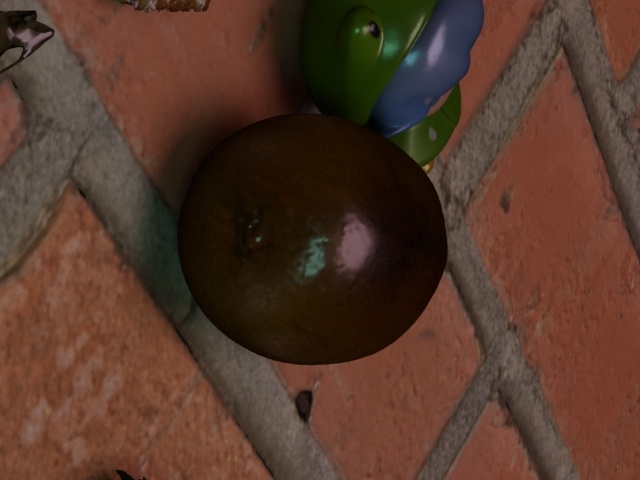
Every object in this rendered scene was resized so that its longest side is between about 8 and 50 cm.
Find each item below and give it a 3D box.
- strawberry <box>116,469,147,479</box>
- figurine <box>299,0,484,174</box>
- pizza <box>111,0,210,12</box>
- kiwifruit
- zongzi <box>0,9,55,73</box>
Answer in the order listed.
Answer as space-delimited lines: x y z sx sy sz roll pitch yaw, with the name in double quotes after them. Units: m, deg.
-0.151 0.297 1.458 0.175 0.106 0.236 103 -21 -60 "strawberry"
0.062 -0.142 1.618 0.263 0.143 0.162 73 39 -61 "figurine"
-0.103 -0.224 1.430 0.160 0.035 0.099 -63 143 -19 "pizza"
0.000 0.000 1.519 0.234 0.196 0.196 6 96 -56 "kiwifruit"
-0.284 0.005 1.135 0.289 0.123 0.260 -12 111 -41 "zongzi"
